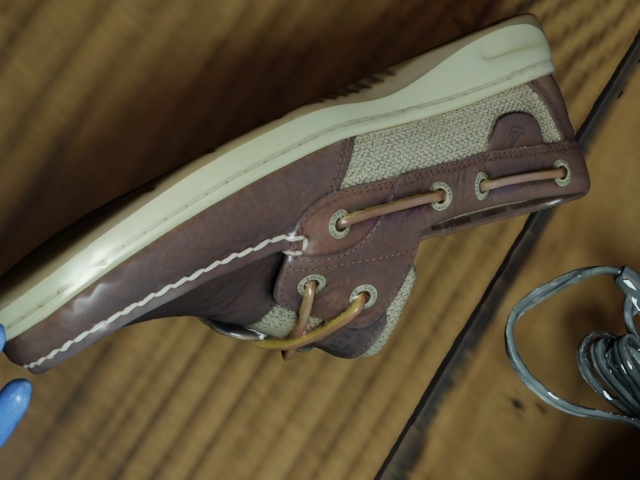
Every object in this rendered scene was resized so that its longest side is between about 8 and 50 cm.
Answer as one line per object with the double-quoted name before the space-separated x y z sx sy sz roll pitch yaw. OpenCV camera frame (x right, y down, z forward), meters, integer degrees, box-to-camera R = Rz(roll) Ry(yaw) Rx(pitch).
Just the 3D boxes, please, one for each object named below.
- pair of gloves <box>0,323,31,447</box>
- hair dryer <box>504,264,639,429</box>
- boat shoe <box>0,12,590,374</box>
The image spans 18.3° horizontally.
"pair of gloves" -0.220 0.088 0.802 0.198 0.159 0.023 3 38 -31
"hair dryer" 0.246 0.121 1.028 0.293 0.080 0.224 -4 94 -14
"boat shoe" 0.000 0.000 0.949 0.342 0.123 0.123 -27 92 -36
